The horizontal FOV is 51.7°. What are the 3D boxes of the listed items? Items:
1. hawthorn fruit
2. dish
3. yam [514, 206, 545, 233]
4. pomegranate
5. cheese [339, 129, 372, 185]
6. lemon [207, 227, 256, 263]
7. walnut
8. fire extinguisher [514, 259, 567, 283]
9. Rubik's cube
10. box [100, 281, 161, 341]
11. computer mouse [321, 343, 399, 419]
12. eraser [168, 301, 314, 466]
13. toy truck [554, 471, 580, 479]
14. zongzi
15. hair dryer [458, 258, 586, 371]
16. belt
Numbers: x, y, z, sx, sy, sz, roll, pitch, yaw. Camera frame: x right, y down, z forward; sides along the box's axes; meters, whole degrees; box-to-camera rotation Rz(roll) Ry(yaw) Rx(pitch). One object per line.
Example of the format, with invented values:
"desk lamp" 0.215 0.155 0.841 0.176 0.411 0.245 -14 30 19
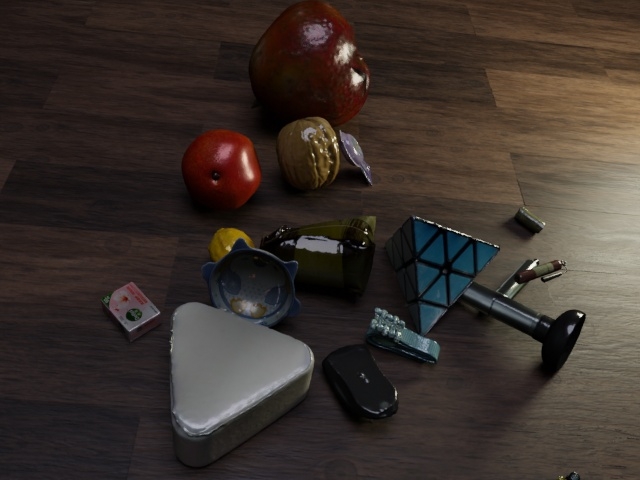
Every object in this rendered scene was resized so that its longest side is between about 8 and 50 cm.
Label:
"hawthorn fruit" -0.050 -0.514 2.051 0.402 0.403 0.403 4 47 -5
"dish" -0.150 0.096 1.579 0.236 0.228 0.086 46 14 -10
"yam" 0.612 -0.058 1.929 0.043 0.043 0.094 -32 60 -32
"pomegranate" -0.266 -0.197 1.820 0.220 0.221 0.257 20 21 10
"cheese" 0.104 -0.250 1.950 0.042 0.191 0.105 -23 44 19
"lemon" -0.224 0.029 1.672 0.114 0.114 0.155 -20 48 -25
"walnut" -0.034 -0.244 1.898 0.213 0.213 0.213 4 47 -5
"fire extinguisher" 0.572 0.081 1.681 0.173 0.035 0.049 -16 25 -24
"Rubik's cube" 0.276 0.051 1.661 0.229 0.233 0.228 44 32 5
"box" -0.445 0.166 1.556 0.089 0.043 0.125 -33 59 -32
"computer mouse" 0.092 0.321 1.473 0.122 0.073 0.217 -14 44 -23
"eraser" -0.211 0.313 1.387 0.331 0.150 0.331 6 44 -6
"toy truck" 0.519 0.529 1.361 0.054 0.049 0.083 -9 48 -15
"zongzi" 0.000 0.000 1.737 0.289 0.154 0.317 9 27 4
"hair dryer" 0.540 0.134 1.669 0.284 0.156 0.320 -37 53 -23
"belt" 0.198 0.231 1.559 0.179 0.100 0.065 19 51 6
